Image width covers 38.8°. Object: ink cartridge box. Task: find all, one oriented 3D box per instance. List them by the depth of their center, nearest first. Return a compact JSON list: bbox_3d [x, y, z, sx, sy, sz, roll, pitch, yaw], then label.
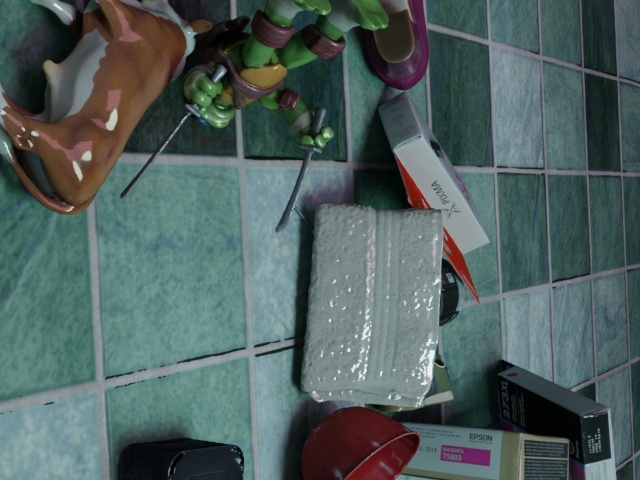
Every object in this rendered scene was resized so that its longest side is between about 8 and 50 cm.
[{"bbox_3d":[0.195,-0.068,1.448,0.275,0.060,0.239,51,17,-39],"label":"ink cartridge box"},{"bbox_3d":[0.253,0.344,1.454,0.193,0.234,0.088,21,72,-52],"label":"ink cartridge box"},{"bbox_3d":[0.395,0.338,1.618,0.069,0.371,0.176,-9,98,-13],"label":"ink cartridge box"}]

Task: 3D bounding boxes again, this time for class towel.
[{"bbox_3d":[0.072,0.089,1.272,0.049,0.187,0.282,131,-38,-86],"label":"towel"}]

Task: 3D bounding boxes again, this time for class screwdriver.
[{"bbox_3d":[0.000,0.000,1.318,0.170,0.025,0.024,47,53,-30],"label":"screwdriver"}]

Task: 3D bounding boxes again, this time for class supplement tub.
[{"bbox_3d":[0.131,0.087,1.400,0.190,0.117,0.117,-5,92,-53],"label":"supplement tub"}]

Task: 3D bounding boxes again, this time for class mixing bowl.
[{"bbox_3d":[0.039,0.297,1.257,0.181,0.098,0.181,-33,150,-22],"label":"mixing bowl"}]

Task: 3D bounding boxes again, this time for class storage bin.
[{"bbox_3d":[-0.159,0.322,1.031,0.122,0.084,0.180,9,81,-53],"label":"storage bin"}]

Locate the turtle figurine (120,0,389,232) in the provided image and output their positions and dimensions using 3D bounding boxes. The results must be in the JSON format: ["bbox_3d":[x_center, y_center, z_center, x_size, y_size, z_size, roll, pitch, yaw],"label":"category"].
[{"bbox_3d":[-0.049,-0.159,1.014,0.197,0.266,0.275,31,42,-20],"label":"turtle figurine"}]

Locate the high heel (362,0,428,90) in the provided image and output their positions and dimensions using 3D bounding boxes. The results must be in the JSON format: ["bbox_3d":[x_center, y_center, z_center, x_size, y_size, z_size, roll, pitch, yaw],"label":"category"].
[{"bbox_3d":[0.098,-0.427,1.424,0.181,0.127,0.377,34,54,-80],"label":"high heel"}]

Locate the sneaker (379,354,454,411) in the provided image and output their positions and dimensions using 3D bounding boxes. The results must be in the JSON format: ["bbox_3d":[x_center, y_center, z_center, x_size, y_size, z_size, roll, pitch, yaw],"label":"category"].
[{"bbox_3d":[0.152,0.227,1.474,0.192,0.064,0.086,3,78,-53],"label":"sneaker"}]

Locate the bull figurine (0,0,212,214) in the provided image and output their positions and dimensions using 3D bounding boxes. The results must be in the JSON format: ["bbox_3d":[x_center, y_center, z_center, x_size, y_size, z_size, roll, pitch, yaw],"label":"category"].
[{"bbox_3d":[-0.233,-0.181,0.942,0.188,0.101,0.310,45,52,-38],"label":"bull figurine"}]
